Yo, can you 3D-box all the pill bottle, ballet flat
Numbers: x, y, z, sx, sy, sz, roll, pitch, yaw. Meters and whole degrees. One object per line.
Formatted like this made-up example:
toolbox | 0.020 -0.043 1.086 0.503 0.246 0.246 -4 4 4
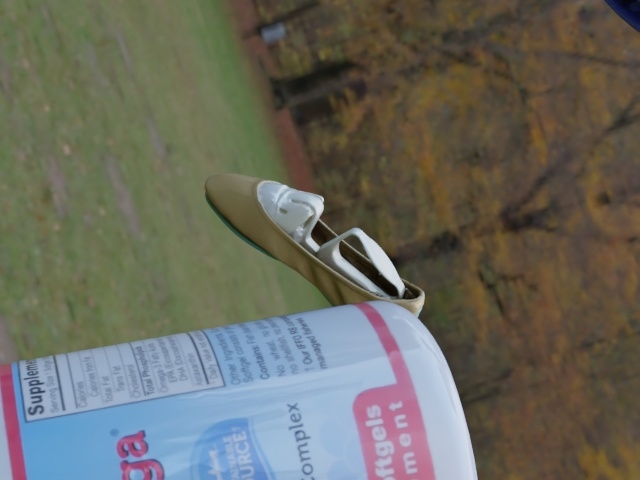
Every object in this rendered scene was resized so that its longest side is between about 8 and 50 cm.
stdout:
pill bottle | -0.047 0.069 0.351 0.087 0.160 0.087 170 -90 -78
ballet flat | 0.000 0.000 1.264 0.232 0.073 0.080 40 32 0

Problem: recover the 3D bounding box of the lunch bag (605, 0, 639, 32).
lunch bag | 0.382 -0.261 0.994 0.385 0.328 0.239 23 -57 51
